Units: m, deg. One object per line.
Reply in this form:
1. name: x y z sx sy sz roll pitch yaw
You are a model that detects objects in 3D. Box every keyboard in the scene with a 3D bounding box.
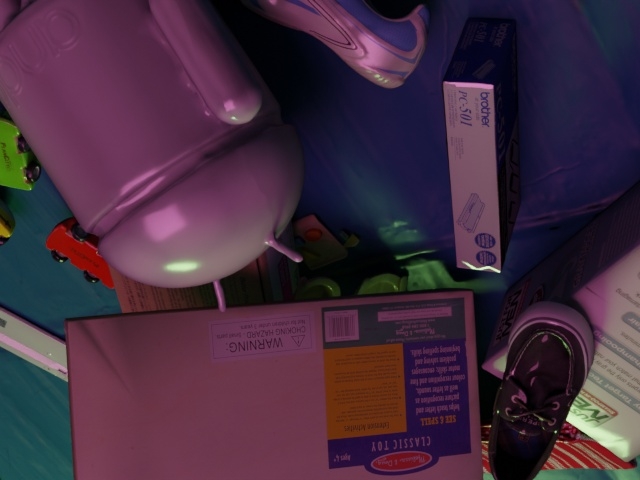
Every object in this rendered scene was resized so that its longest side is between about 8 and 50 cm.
1. keyboard: -0.422 0.106 1.531 0.256 0.014 0.072 29 132 -6

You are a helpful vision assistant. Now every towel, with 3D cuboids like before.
1. towel: 0.191 0.236 1.316 0.275 0.031 0.199 -8 156 28

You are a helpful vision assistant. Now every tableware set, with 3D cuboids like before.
1. tableware set: 0.013 0.093 1.237 0.169 0.020 0.141 5 119 -31

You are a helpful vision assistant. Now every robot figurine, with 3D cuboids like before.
1. robot figurine: -0.148 -0.107 1.016 0.353 0.200 0.300 57 149 1

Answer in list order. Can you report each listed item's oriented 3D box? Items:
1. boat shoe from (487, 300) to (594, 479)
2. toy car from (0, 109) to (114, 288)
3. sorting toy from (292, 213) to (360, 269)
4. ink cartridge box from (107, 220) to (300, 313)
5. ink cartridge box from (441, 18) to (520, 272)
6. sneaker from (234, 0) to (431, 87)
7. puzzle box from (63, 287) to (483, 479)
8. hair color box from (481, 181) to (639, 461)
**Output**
1. boat shoe: 0.195 0.153 1.093 0.080 0.076 0.228 18 137 7
2. toy car: -0.322 -0.059 1.293 0.239 0.053 0.225 12 135 12
3. sorting toy: 0.000 0.000 1.238 0.083 0.012 0.062 -22 120 38
4. ink cartridge box: -0.127 0.010 1.241 0.193 0.088 0.234 12 136 18
5. ink cartridge box: 0.144 -0.080 1.034 0.046 0.097 0.207 6 135 18
6. sneaker: -0.015 -0.216 0.998 0.237 0.085 0.086 29 98 5
7. puzzle box: -0.036 0.194 1.152 0.409 0.272 0.052 -3 -179 -17
8. hair color box: 0.334 0.042 1.061 0.185 0.113 0.374 34 136 -9
